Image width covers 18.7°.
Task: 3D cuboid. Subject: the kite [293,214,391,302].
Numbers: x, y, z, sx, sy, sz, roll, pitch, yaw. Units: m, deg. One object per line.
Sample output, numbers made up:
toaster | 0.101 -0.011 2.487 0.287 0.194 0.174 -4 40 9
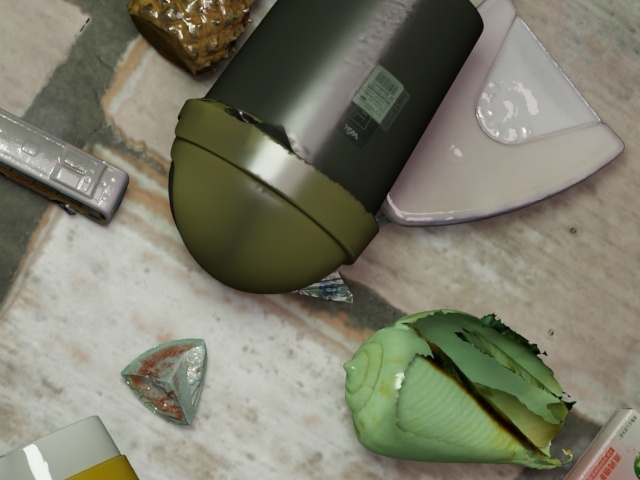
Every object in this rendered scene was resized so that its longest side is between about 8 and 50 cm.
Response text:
kite | 0.000 0.000 1.892 0.152 0.005 0.137 -31 93 -14

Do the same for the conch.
conch | 0.138 0.140 1.842 0.251 0.137 0.143 5 84 -12

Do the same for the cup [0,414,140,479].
cup | -0.240 0.297 1.745 0.241 0.185 0.226 -26 86 18

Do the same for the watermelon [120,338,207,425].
watermelon | -0.137 0.125 1.823 0.085 0.061 0.085 0 93 -6

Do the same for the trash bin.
trash bin | -0.011 -0.107 1.787 0.214 0.214 0.334 32 82 -8

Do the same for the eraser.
eraser | 0.150 -0.099 1.904 0.243 0.059 0.204 -39 94 -16

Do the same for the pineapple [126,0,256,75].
pineapple | -0.075 -0.266 1.852 0.111 0.119 0.237 28 71 36

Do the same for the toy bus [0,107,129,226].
toy bus | -0.261 -0.073 1.808 0.172 0.072 0.057 27 76 -9

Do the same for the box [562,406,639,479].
box | 0.296 0.238 1.916 0.089 0.043 0.125 39 79 -7
